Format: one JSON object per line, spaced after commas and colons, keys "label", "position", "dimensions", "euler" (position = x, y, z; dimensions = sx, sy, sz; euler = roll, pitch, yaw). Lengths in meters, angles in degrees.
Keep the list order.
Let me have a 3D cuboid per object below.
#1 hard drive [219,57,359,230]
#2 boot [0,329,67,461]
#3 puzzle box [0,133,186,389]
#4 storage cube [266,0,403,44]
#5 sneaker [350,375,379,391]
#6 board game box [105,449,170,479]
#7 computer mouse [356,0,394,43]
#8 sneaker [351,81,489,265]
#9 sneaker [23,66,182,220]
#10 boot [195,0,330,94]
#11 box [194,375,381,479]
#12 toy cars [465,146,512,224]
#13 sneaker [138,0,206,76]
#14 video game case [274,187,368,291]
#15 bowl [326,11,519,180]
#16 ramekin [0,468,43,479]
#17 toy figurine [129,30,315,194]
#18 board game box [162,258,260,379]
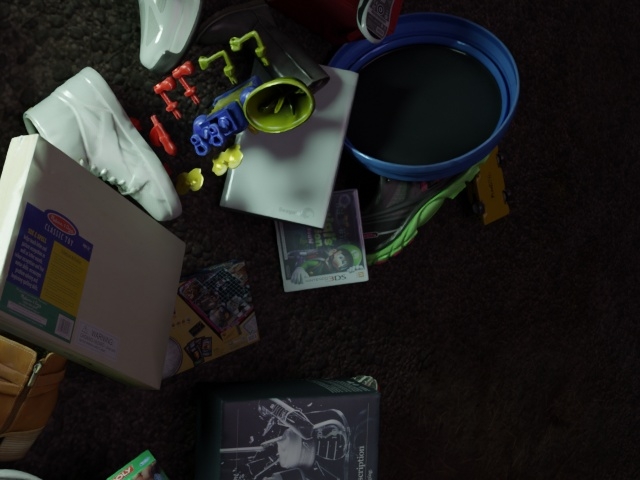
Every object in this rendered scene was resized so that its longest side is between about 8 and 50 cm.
{"label": "hard drive", "position": [-0.058, -0.190, 1.717], "dimensions": [0.203, 0.040, 0.307], "euler": [12, 83, 3]}
{"label": "boot", "position": [-0.516, 0.236, 1.343], "dimensions": [0.283, 0.109, 0.220], "euler": [12, 113, -44]}
{"label": "puzzle box", "position": [-0.356, 0.049, 1.396], "dimensions": [0.409, 0.052, 0.272], "euler": [45, 47, -56]}
{"label": "storage cube", "position": [0.040, -0.515, 1.758], "dimensions": [0.193, 0.184, 0.215], "euler": [23, 79, -38]}
{"label": "sneaker", "position": [0.056, 0.420, 1.910], "dimensions": [0.118, 0.107, 0.279], "euler": [33, 79, -50]}
{"label": "board game box", "position": [-0.283, 0.522, 1.456], "dimensions": [0.213, 0.046, 0.317], "euler": [-35, 115, -16]}
{"label": "computer mouse", "position": [0.103, -0.455, 1.672], "dimensions": [0.106, 0.042, 0.193], "euler": [30, 71, -41]}
{"label": "sneaker", "position": [0.191, -0.167, 1.861], "dimensions": [0.202, 0.185, 0.483], "euler": [42, 84, -22]}
{"label": "sneaker", "position": [-0.371, -0.121, 1.504], "dimensions": [0.169, 0.108, 0.292], "euler": [-42, 108, -28]}
{"label": "boot", "position": [-0.107, -0.338, 1.662], "dimensions": [0.190, 0.076, 0.208], "euler": [-31, 86, -29]}
{"label": "box", "position": [-0.066, 0.441, 1.688], "dimensions": [0.313, 0.179, 0.343], "euler": [1, 92, -21]}
{"label": "toy cars", "position": [0.302, -0.183, 2.067], "dimensions": [0.394, 0.087, 0.176], "euler": [31, 85, -32]}
{"label": "sneaker", "position": [-0.326, -0.507, 1.497], "dimensions": [0.258, 0.169, 0.447], "euler": [9, 80, -31]}
{"label": "video game case", "position": [0.000, 0.000, 1.802], "dimensions": [0.173, 0.022, 0.190], "euler": [-8, 100, -1]}
{"label": "bowl", "position": [0.197, -0.287, 1.805], "dimensions": [0.391, 0.391, 0.077], "euler": [-57, 157, -22]}
{"label": "ramekin", "position": [-0.530, 0.476, 1.391], "dimensions": [0.273, 0.127, 0.272], "euler": [-3, 95, -39]}
{"label": "toy figurine", "position": [-0.150, -0.254, 1.575], "dimensions": [0.191, 0.363, 0.217], "euler": [55, 34, -15]}
{"label": "board game box", "position": [-0.233, 0.146, 1.669], "dimensions": [0.243, 0.042, 0.165], "euler": [-18, 105, -37]}
